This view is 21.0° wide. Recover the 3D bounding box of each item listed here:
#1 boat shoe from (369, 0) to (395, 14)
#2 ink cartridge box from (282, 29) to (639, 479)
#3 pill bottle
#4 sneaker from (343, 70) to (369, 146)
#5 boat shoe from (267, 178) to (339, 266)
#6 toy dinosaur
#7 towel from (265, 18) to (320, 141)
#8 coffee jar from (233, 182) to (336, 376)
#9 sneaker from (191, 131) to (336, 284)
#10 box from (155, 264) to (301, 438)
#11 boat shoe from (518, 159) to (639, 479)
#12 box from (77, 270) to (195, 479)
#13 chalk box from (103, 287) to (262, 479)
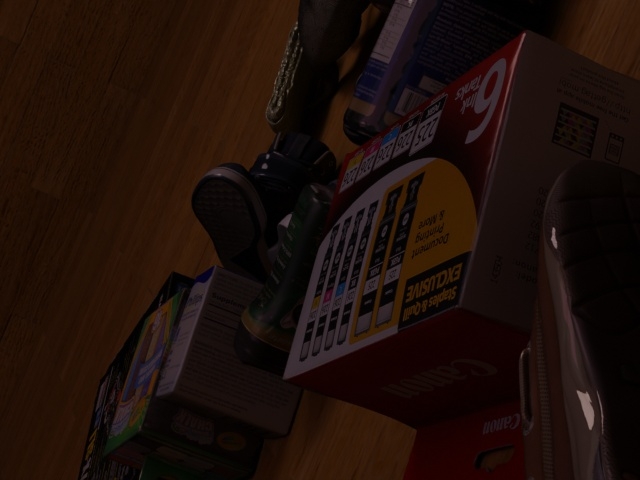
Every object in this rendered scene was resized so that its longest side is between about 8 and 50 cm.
[{"bbox_3d":[0.096,-0.336,1.579,0.130,0.132,0.355,-57,-15,-21],"label":"boat shoe"},{"bbox_3d":[0.098,0.037,1.238,0.309,0.130,0.272,-32,39,64],"label":"ink cartridge box"},{"bbox_3d":[0.116,-0.173,1.478,0.219,0.123,0.123,-65,16,5],"label":"pill bottle"},{"bbox_3d":[0.064,-0.140,1.682,0.188,0.078,0.067,-28,42,67],"label":"sneaker"},{"bbox_3d":[0.000,0.000,1.757,0.083,0.065,0.183,-39,-9,-16],"label":"boat shoe"},{"bbox_3d":[0.020,-0.275,1.940,0.313,0.121,0.160,-53,7,29],"label":"toy dinosaur"},{"bbox_3d":[-0.030,-0.181,2.053,0.110,0.027,0.148,64,-144,-64],"label":"towel"},{"bbox_3d":[-0.008,0.045,1.636,0.184,0.096,0.079,-63,22,12],"label":"coffee jar"},{"bbox_3d":[-0.056,-0.065,1.829,0.163,0.086,0.226,-59,-16,-19],"label":"sneaker"},{"bbox_3d":[-0.079,0.112,1.726,0.072,0.126,0.137,-27,42,69],"label":"box"},{"bbox_3d":[0.161,0.083,0.996,0.324,0.123,0.116,-82,19,-47],"label":"boat shoe"},{"bbox_3d":[-0.219,0.234,2.113,0.322,0.079,0.257,-84,21,-45],"label":"box"},{"bbox_3d":[-0.136,0.182,1.806,0.132,0.132,0.213,-36,34,61],"label":"chalk box"}]
